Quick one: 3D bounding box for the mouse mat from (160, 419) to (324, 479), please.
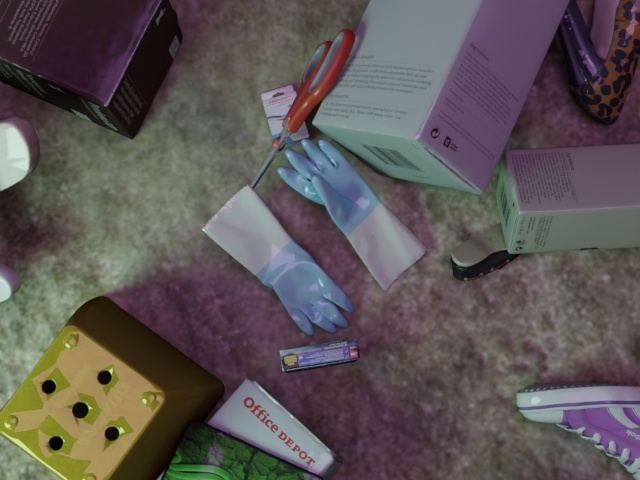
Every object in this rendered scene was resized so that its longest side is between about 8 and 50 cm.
[{"bbox_3d":[-0.104,0.314,1.120,0.190,0.007,0.152,21,79,15],"label":"mouse mat"}]

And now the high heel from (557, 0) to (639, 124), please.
[{"bbox_3d":[0.434,-0.281,1.292,0.261,0.093,0.186,-27,105,-16],"label":"high heel"}]

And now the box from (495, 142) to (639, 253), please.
[{"bbox_3d":[0.371,-0.056,1.218,0.275,0.094,0.113,-2,53,0],"label":"box"}]

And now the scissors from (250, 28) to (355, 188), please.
[{"bbox_3d":[-0.043,-0.138,1.213,0.021,0.109,0.297,31,85,-23],"label":"scissors"}]

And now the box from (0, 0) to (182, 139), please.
[{"bbox_3d":[-0.310,-0.260,1.225,0.203,0.168,0.167,24,82,4],"label":"box"}]

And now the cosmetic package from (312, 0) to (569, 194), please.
[{"bbox_3d":[0.167,-0.262,1.194,0.155,0.197,0.365,33,80,-40],"label":"cosmetic package"}]

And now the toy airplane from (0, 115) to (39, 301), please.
[{"bbox_3d":[-0.527,-0.055,1.127,0.384,0.272,0.386,34,111,20],"label":"toy airplane"}]

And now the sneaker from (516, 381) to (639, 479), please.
[{"bbox_3d":[0.383,0.258,1.188,0.282,0.102,0.161,4,85,0],"label":"sneaker"}]

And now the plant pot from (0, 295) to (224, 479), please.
[{"bbox_3d":[-0.267,0.200,1.149,0.212,0.187,0.212,35,83,5],"label":"plant pot"}]

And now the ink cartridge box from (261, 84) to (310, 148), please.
[{"bbox_3d":[-0.049,-0.169,1.283,0.048,0.028,0.083,-17,82,-2],"label":"ink cartridge box"}]

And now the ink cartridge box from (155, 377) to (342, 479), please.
[{"bbox_3d":[-0.096,0.297,1.174,0.153,0.087,0.208,41,84,17],"label":"ink cartridge box"}]

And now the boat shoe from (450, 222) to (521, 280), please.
[{"bbox_3d":[0.230,0.013,1.254,0.133,0.042,0.049,-22,49,-16],"label":"boat shoe"}]

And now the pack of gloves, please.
[{"bbox_3d":[0.000,0.000,1.213,0.195,0.046,0.232,-45,104,-5],"label":"pack of gloves"}]

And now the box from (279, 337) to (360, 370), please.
[{"bbox_3d":[-0.001,0.144,1.183,0.094,0.137,0.027,-8,81,-1],"label":"box"}]
